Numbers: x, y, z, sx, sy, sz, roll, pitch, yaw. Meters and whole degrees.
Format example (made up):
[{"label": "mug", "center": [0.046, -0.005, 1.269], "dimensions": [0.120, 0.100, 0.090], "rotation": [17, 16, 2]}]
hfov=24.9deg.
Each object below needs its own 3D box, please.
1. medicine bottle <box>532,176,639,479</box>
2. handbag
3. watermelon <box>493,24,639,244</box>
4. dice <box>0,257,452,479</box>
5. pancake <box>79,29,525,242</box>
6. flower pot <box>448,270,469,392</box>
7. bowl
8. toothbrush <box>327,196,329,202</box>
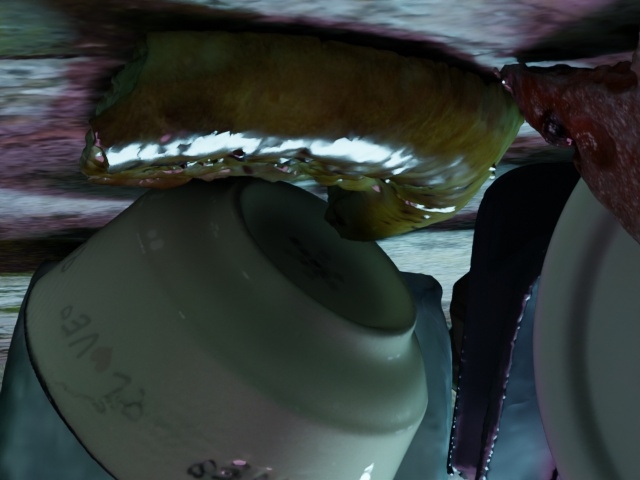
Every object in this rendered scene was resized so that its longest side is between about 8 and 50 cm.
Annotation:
[{"label": "medicine bottle", "center": [0.258, 0.048, 0.641], "dimensions": [0.252, 0.252, 0.241], "rotation": [-10, 172, 43]}, {"label": "handbag", "center": [0.244, 0.076, 0.928], "dimensions": [0.326, 0.269, 0.118], "rotation": [-1, -150, -14]}, {"label": "watermelon", "center": [0.145, -0.033, 0.527], "dimensions": [0.098, 0.121, 0.158], "rotation": [-25, -176, -15]}, {"label": "dice", "center": [-0.076, 0.180, 1.156], "dimensions": [0.330, 0.348, 0.328], "rotation": [8, 178, -2]}, {"label": "pancake", "center": [-0.015, -0.034, 0.640], "dimensions": [0.197, 0.054, 0.376], "rotation": [-6, 173, 22]}, {"label": "flower pot", "center": [0.199, 0.071, 1.115], "dimensions": [0.179, 0.084, 0.251], "rotation": [-37, -142, -12]}, {"label": "bowl", "center": [-0.032, 0.052, 0.805], "dimensions": [0.126, 0.238, 0.238], "rotation": [-50, 151, 23]}, {"label": "toothbrush", "center": [0.001, 0.005, 1.071], "dimensions": [0.040, 0.040, 0.386], "rotation": [-3, 174, -6]}]
